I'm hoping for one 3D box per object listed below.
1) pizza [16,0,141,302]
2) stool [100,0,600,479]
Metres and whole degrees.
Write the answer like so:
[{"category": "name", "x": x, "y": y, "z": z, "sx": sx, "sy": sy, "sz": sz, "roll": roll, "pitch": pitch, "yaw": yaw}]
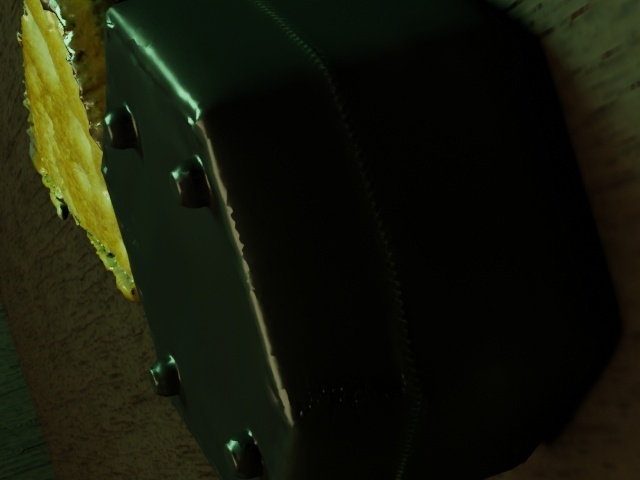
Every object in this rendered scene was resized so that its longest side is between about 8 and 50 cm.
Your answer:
[{"category": "pizza", "x": -0.156, "y": -0.055, "z": 1.225, "sx": 0.288, "sy": 0.074, "sz": 0.251, "roll": 109, "pitch": 141, "yaw": -64}, {"category": "stool", "x": 0.000, "y": 0.000, "z": 0.667, "sx": 0.232, "sy": 0.141, "sz": 0.232, "roll": 163, "pitch": 90, "yaw": -74}]
